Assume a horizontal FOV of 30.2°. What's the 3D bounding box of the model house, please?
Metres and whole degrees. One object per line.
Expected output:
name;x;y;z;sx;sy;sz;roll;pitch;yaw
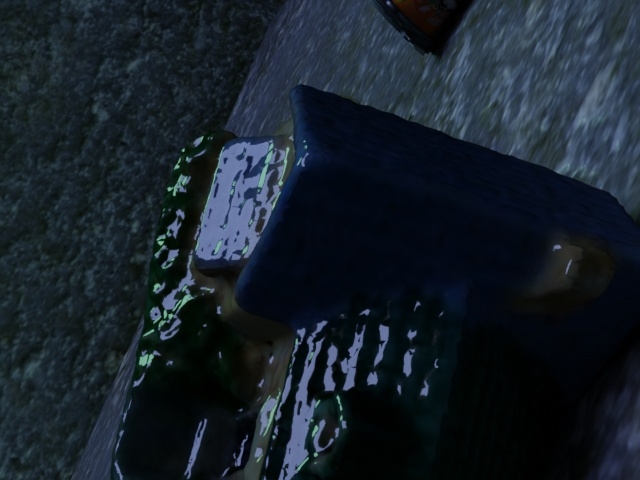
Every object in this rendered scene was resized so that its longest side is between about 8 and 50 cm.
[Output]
model house;0.036;0.093;0.907;0.342;0.334;0.382;148;137;-68

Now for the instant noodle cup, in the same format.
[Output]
instant noodle cup;0.150;-0.393;1.812;0.125;0.208;0.177;-41;-23;17

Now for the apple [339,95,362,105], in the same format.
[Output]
apple;-0.033;0.018;1.392;0.360;0.311;0.320;-129;26;-69
